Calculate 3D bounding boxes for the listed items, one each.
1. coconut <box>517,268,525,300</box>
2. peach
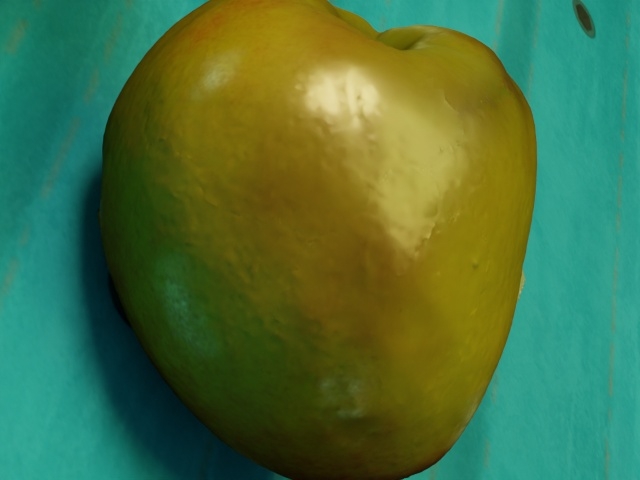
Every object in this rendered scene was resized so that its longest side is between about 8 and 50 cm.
[{"bbox_3d":[0.075,0.046,1.380,0.147,0.147,0.153,64,26,-3],"label":"coconut"},{"bbox_3d":[-0.005,0.000,1.157,0.289,0.289,0.308,1,106,-59],"label":"peach"}]
